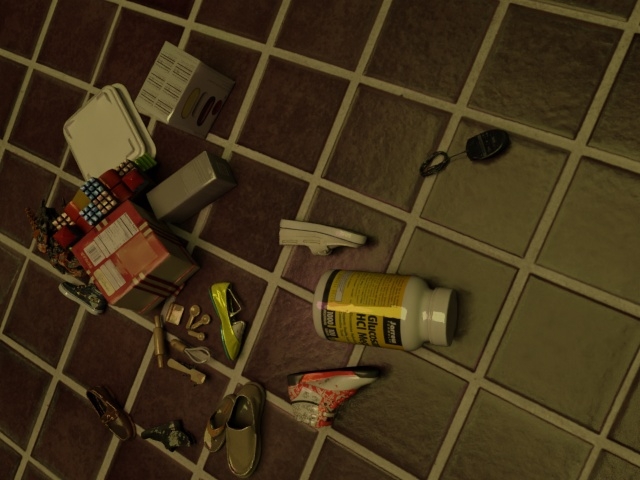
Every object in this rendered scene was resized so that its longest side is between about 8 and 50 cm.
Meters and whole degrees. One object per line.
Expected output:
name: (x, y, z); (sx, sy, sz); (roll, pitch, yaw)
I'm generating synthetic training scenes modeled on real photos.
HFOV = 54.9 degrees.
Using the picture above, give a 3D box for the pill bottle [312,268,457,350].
pill bottle: (0.163, 0.175, 1.544); (0.333, 0.188, 0.188); (3, 87, 23)

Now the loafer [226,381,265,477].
loafer: (-0.221, 0.534, 1.729); (0.101, 0.092, 0.269); (4, 87, 23)

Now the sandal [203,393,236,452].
sandal: (-0.295, 0.529, 1.784); (0.072, 0.049, 0.180); (29, 97, 22)

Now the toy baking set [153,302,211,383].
toy baking set: (-0.416, 0.305, 1.845); (0.196, 0.030, 0.256); (-12, 72, 20)

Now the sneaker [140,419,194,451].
sneaker: (-0.461, 0.596, 1.848); (0.170, 0.051, 0.089); (-23, 72, 16)

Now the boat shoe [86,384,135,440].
boat shoe: (-0.661, 0.545, 1.927); (0.207, 0.073, 0.073); (45, 102, 19)

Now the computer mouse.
computer mouse: (0.366, -0.218, 1.578); (0.242, 0.041, 0.071); (-19, 70, 27)

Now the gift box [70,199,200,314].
gift box: (-0.552, 0.062, 1.817); (0.276, 0.258, 0.255); (-37, 74, 2)

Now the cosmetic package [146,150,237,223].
cosmetic package: (-0.384, -0.152, 1.840); (0.238, 0.127, 0.107); (-29, 76, 16)

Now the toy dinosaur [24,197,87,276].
toy dinosaur: (-0.877, -0.014, 2.033); (0.321, 0.164, 0.218); (28, 114, 1)

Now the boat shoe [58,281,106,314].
boat shoe: (-0.767, 0.164, 2.012); (0.183, 0.065, 0.083); (29, 96, 16)

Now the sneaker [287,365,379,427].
sneaker: (0.040, 0.415, 1.632); (0.270, 0.090, 0.145); (-11, 82, 25)

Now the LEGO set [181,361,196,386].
LEGO set: (-0.390, 0.398, 1.855); (0.054, 0.023, 0.083); (-21, 91, 22)

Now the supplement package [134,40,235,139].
supplement package: (-0.400, -0.441, 1.832); (0.149, 0.194, 0.203); (34, 99, 22)

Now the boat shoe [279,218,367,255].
boat shoe: (0.000, 0.000, 1.681); (0.267, 0.096, 0.088); (10, 93, 25)

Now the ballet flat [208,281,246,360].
ballet flat: (-0.260, 0.228, 1.786); (0.077, 0.077, 0.231); (-19, 76, 4)

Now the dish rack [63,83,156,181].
dish rack: (-0.710, -0.330, 2.024); (0.285, 0.072, 0.333); (-35, 74, 16)

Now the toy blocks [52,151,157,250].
toy blocks: (-0.642, -0.111, 1.812); (0.381, 0.261, 0.191); (-42, 95, -3)
